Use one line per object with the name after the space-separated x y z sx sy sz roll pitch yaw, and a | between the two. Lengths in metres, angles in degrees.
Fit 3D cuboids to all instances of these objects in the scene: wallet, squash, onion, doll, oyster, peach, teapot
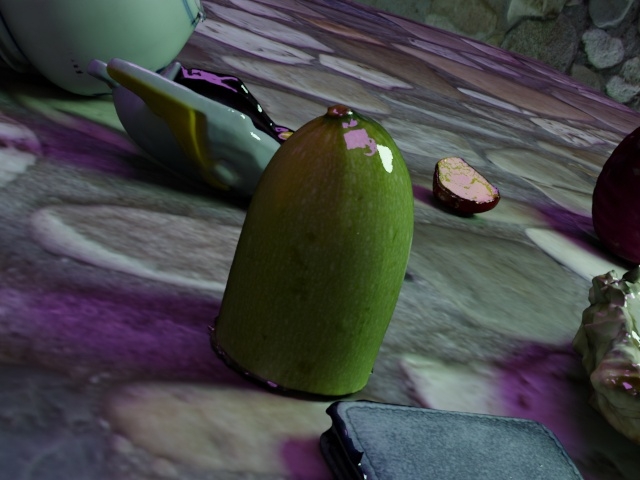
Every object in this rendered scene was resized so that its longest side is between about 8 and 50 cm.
0.103 0.168 0.463 0.167 0.036 0.222 12 25 -27 | wallet
0.000 0.000 0.567 0.123 0.187 0.123 13 22 -5 | squash
0.496 -0.064 1.127 0.230 0.256 0.272 31 3 -16 | onion
-0.075 -0.095 0.828 0.316 0.103 0.145 22 26 -16 | doll
0.286 0.111 0.713 0.354 0.107 0.201 15 39 -51 | oyster
0.179 -0.063 1.064 0.083 0.050 0.077 11 45 -3 | peach
-0.278 -0.271 0.904 0.280 0.252 0.424 -16 2 1 | teapot
